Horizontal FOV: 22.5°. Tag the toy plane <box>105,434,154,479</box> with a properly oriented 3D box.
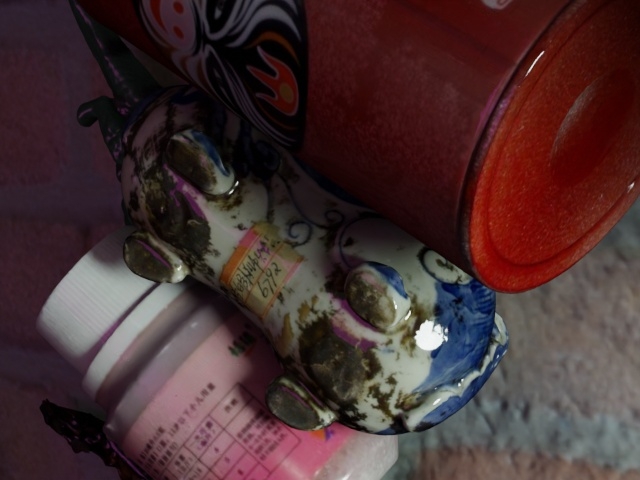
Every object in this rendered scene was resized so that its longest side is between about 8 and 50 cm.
[{"bbox_3d":[-0.090,0.162,1.182,0.197,0.078,0.053,43,168,7],"label":"toy plane"}]

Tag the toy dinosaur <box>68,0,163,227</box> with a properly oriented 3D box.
[{"bbox_3d":[-0.139,-0.056,1.214,0.120,0.079,0.292,-37,76,31],"label":"toy dinosaur"}]

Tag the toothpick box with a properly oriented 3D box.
[{"bbox_3d":[0.029,-0.139,0.931,0.333,0.204,0.204,35,118,30],"label":"toothpick box"}]

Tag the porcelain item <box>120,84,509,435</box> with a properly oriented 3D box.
[{"bbox_3d":[0.000,0.000,1.055,0.288,0.186,0.138,40,125,14],"label":"porcelain item"}]

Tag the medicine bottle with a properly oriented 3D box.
[{"bbox_3d":[-0.073,0.106,1.104,0.247,0.147,0.147,42,123,7],"label":"medicine bottle"}]

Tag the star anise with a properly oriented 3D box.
[{"bbox_3d":[-0.132,0.152,1.253,0.212,0.053,0.157,48,124,26],"label":"star anise"}]
